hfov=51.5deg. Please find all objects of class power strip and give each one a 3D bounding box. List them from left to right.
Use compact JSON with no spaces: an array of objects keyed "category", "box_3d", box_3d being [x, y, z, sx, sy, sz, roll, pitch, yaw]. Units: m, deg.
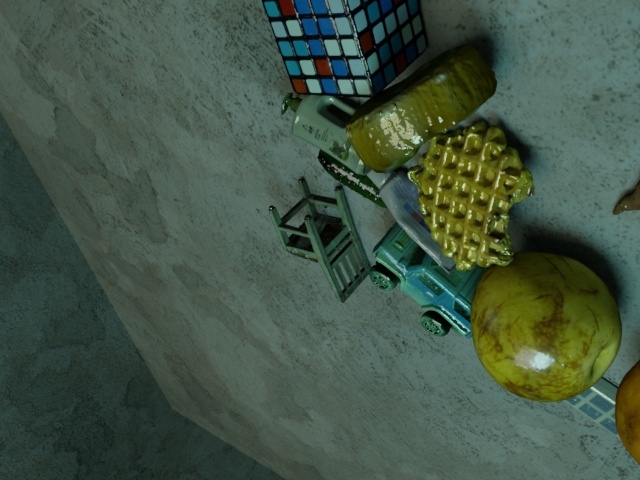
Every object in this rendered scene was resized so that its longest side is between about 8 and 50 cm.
[{"category":"power strip","box_3d":[0.579,0.330,1.446,0.367,0.043,0.106,35,146,14]}]

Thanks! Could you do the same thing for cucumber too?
[{"category":"cucumber","box_3d":[0.090,-0.133,1.438,0.227,0.069,0.069,35,147,5]}]

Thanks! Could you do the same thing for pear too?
[{"category":"pear","box_3d":[0.409,0.155,1.226,0.280,0.281,0.281,28,145,23]}]

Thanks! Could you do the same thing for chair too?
[{"category":"chair","box_3d":[0.000,0.000,1.619,0.147,0.136,0.271,14,139,40]}]

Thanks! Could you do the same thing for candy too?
[{"category":"candy","box_3d":[0.164,-0.215,1.085,0.118,0.260,0.259,55,146,-12]}]

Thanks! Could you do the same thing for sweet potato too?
[{"category":"sweet potato","box_3d":[0.519,-0.084,1.021,0.068,0.068,0.226,40,148,5]}]

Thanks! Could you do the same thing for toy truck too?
[{"category":"toy truck","box_3d":[0.245,0.076,1.415,0.279,0.155,0.156,41,151,2]}]

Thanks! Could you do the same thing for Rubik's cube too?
[{"category":"Rubik's cube","box_3d":[0.047,-0.363,1.109,0.184,0.187,0.182,15,139,41]}]

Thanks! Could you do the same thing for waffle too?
[{"category":"waffle","box_3d":[0.278,-0.080,1.216,0.291,0.051,0.291,23,119,47]}]

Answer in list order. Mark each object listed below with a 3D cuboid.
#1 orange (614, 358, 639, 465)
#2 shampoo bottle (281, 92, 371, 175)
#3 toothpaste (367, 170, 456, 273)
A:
[{"category":"orange","box_3d":[0.648,0.305,1.145,0.261,0.261,0.261,28,145,23]},{"category":"shampoo bottle","box_3d":[0.020,-0.237,1.355,0.234,0.087,0.118,33,107,17]},{"category":"toothpaste","box_3d":[0.200,-0.066,1.360,0.282,0.068,0.099,45,106,12]}]
